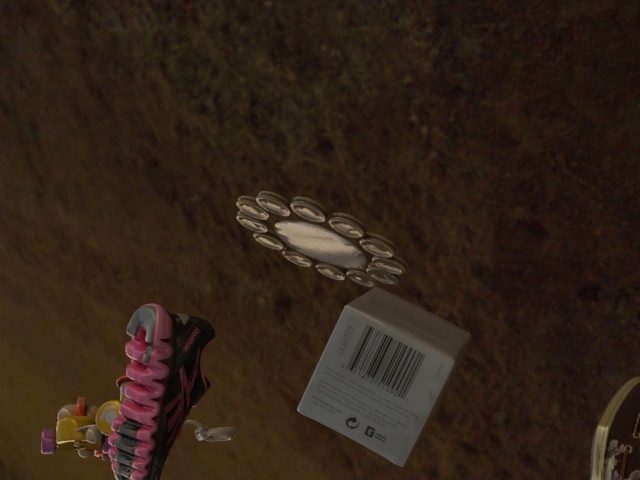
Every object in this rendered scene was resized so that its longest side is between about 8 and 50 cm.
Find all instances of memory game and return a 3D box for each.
[{"bbox_3d":[0.000,0.000,0.905,0.186,0.012,0.186,20,161,8],"label":"memory game"}]

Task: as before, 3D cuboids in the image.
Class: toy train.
[{"bbox_3d":[-0.144,0.142,0.711,0.166,0.125,0.046,-26,59,45],"label":"toy train"}]

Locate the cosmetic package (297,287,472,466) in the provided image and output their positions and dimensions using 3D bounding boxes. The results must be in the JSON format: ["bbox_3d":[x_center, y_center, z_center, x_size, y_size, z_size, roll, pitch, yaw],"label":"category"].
[{"bbox_3d":[0.087,0.166,1.165,0.151,0.183,0.152,27,101,13],"label":"cosmetic package"}]

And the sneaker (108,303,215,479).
[{"bbox_3d":[-0.091,0.098,0.549,0.047,0.057,0.119,17,97,48],"label":"sneaker"}]

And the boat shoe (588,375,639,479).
[{"bbox_3d":[0.434,0.335,1.236,0.123,0.342,0.123,-3,130,43],"label":"boat shoe"}]
